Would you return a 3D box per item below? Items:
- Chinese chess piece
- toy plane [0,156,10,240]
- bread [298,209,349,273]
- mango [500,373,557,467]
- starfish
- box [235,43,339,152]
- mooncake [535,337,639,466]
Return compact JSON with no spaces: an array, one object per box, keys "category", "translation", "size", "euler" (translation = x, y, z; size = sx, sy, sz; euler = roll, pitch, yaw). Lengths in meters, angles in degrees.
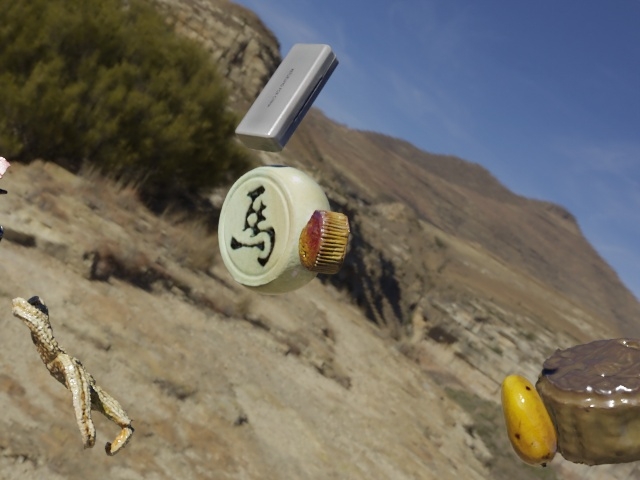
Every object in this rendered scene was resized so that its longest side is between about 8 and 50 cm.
[{"category":"Chinese chess piece","translation":[-0.090,-0.020,1.498],"size":[0.101,0.250,0.250],"euler":[7,22,-45]},{"category":"toy plane","translation":[-0.353,-0.026,0.798],"size":[0.060,0.145,0.037],"euler":[16,-28,-3]},{"category":"bread","translation":[0.000,0.000,0.987],"size":[0.053,0.085,0.085],"euler":[13,9,-15]},{"category":"mango","translation":[0.398,0.348,1.500],"size":[0.115,0.090,0.178],"euler":[-56,131,-85]},{"category":"starfish","translation":[-0.257,0.124,0.802],"size":[0.209,0.053,0.150],"euler":[44,-25,40]},{"category":"box","translation":[-0.063,-0.278,1.505],"size":[0.103,0.244,0.055],"euler":[13,-27,36]},{"category":"mooncake","translation":[0.659,0.358,1.789],"size":[0.324,0.324,0.187],"euler":[-135,-150,-73]}]
